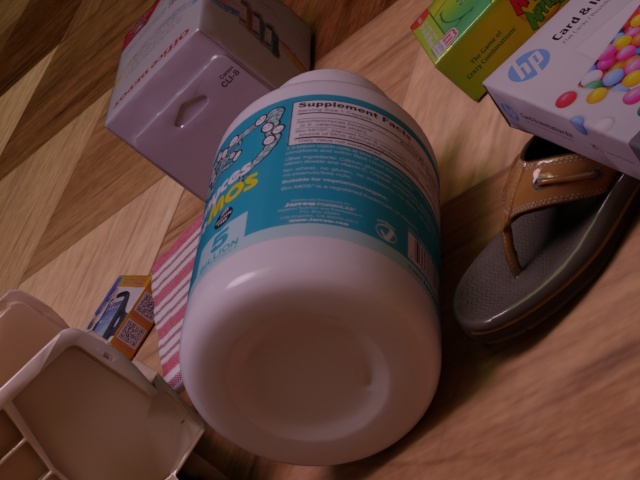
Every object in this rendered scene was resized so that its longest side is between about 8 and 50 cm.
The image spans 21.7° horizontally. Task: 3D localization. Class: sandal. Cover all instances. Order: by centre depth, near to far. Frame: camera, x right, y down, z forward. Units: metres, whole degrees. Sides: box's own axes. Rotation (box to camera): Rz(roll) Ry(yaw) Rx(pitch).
[{"bbox_3d":[0.142,-0.039,0.894,0.219,0.060,0.090,-47,21,12],"label":"sandal"}]

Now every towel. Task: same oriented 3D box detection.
[{"bbox_3d":[-0.067,0.021,1.246,0.144,0.029,0.197,-45,24,14],"label":"towel"}]

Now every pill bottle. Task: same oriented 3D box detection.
[{"bbox_3d":[0.000,0.000,1.005,0.146,0.146,0.264,-41,23,26],"label":"pill bottle"}]

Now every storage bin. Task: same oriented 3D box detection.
[{"bbox_3d":[-0.226,0.158,1.088,0.260,0.123,0.262,-44,14,-11],"label":"storage bin"}]

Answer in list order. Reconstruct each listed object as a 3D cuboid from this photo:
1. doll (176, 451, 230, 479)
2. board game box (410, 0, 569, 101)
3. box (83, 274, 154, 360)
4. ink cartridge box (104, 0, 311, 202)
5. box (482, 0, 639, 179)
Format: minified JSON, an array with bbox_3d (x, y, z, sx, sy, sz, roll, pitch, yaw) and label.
[{"bbox_3d":[-0.135,0.218,1.068,0.189,0.046,0.129,-54,20,-14],"label":"doll"},{"bbox_3d":[0.145,-0.188,1.150,0.181,0.043,0.092,-47,21,12],"label":"board game box"},{"bbox_3d":[-0.181,0.091,1.396,0.136,0.028,0.081,-57,22,-17],"label":"box"},{"bbox_3d":[-0.094,-0.143,1.449,0.128,0.127,0.176,-42,23,24],"label":"ink cartridge box"},{"bbox_3d":[0.189,-0.094,0.834,0.145,0.038,0.186,-43,31,-9],"label":"box"}]
